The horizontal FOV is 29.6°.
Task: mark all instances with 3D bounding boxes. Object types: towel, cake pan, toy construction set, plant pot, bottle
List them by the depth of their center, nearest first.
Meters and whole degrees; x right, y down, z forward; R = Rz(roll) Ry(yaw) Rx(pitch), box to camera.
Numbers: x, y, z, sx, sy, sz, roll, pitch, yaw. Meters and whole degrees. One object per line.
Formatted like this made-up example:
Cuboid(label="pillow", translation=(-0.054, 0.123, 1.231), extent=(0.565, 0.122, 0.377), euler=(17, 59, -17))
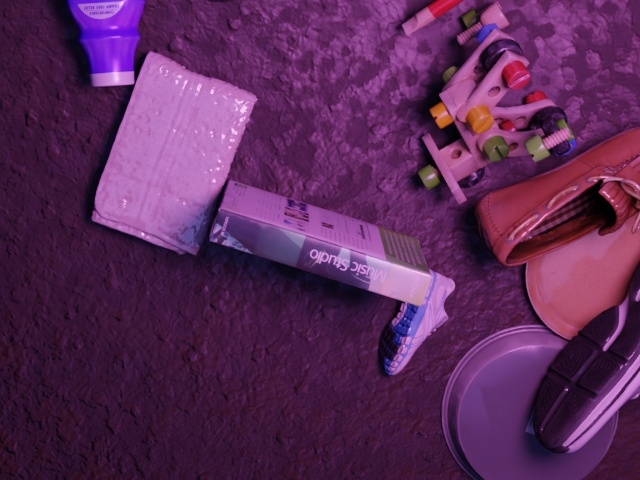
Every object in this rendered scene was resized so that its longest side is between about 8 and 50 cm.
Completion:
Cuboid(label="bottle", translation=(-0.323, -0.374, 1.815), extent=(0.118, 0.092, 0.283), euler=(-2, 99, 3))
Cuboid(label="toy construction set", translation=(0.214, -0.206, 1.817), extent=(0.237, 0.257, 0.309), euler=(-30, 78, 15))
Cuboid(label="towel", translation=(-0.230, -0.130, 1.882), extent=(0.187, 0.049, 0.282), euler=(22, 97, -6))
Cuboid(label="plant pot", translation=(0.443, 0.049, 1.940), extent=(0.236, 0.032, 0.236), euler=(0, 99, -3))
Cuboid(label="cake pan", translation=(0.345, 0.284, 1.962), extent=(0.293, 0.054, 0.293), euler=(0, 99, -2))

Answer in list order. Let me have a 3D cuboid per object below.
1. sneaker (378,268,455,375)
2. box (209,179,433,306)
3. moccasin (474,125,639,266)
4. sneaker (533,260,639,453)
Cuboid(label="sneaker", translation=(0.160, 0.136, 1.929), extent=(0.083, 0.071, 0.190), euler=(14, 110, -30))
Cuboid(label="box", translation=(0.000, 0.000, 1.815), extent=(0.322, 0.232, 0.058), euler=(16, 103, -4))
Cuboid(label="moccasin", translation=(0.423, -0.066, 1.816), extent=(0.380, 0.147, 0.139), euler=(-19, 135, -7))
Cuboid(label="sneaker", translation=(0.545, 0.193, 1.867), extent=(0.257, 0.169, 0.447), euler=(39, 89, -18))
